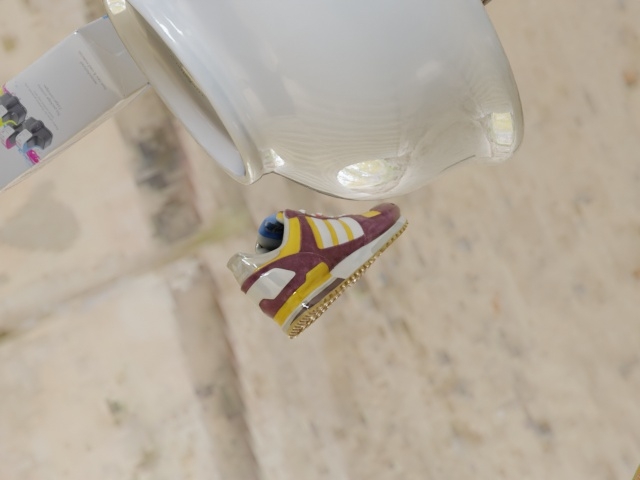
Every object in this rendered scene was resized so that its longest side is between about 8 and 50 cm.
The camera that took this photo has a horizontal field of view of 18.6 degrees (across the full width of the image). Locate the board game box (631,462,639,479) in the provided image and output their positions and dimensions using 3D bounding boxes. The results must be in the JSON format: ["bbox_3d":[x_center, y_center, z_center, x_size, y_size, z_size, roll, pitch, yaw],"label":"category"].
[{"bbox_3d":[0.339,0.140,1.668,0.039,0.124,0.259,46,150,27],"label":"board game box"}]

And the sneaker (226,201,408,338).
[{"bbox_3d":[0.000,0.000,1.520,0.084,0.185,0.069,44,126,3],"label":"sneaker"}]

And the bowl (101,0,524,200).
[{"bbox_3d":[-0.030,-0.125,1.095,0.298,0.134,0.298,50,170,12],"label":"bowl"}]

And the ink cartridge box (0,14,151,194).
[{"bbox_3d":[-0.205,-0.088,1.412,0.061,0.181,0.104,55,-157,-4],"label":"ink cartridge box"}]

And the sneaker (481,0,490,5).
[{"bbox_3d":[0.179,-0.287,2.347,0.061,0.065,0.158,23,162,-12],"label":"sneaker"}]
